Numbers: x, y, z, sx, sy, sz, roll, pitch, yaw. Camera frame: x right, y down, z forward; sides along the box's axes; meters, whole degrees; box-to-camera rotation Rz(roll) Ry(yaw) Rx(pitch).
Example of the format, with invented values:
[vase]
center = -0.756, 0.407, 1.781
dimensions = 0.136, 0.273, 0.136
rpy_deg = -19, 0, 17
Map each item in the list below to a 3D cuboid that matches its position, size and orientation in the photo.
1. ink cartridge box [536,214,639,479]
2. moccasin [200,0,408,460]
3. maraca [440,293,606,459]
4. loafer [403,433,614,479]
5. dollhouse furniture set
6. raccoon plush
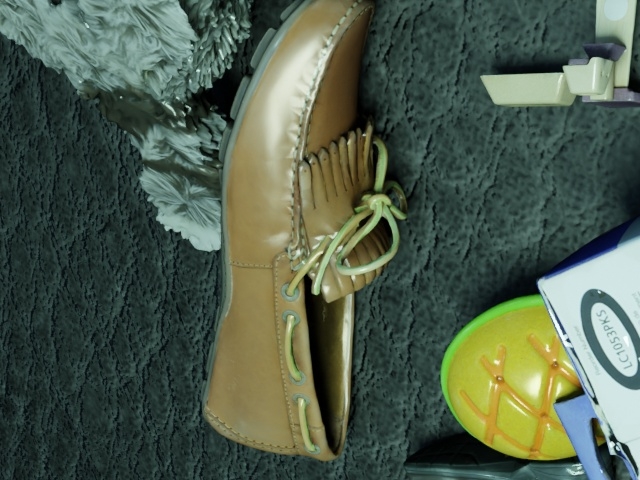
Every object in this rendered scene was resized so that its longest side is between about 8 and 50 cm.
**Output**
[ink cartridge box]
center = 0.301, 0.072, 0.602
dimensions = 0.395, 0.151, 0.270
rpy_deg = -28, 86, 28
[moccasin]
center = -0.001, 0.001, 0.863
dimensions = 0.147, 0.139, 0.380
rpy_deg = 17, 112, 19
[maraca]
center = 0.172, 0.087, 0.783
dimensions = 0.186, 0.099, 0.127
rpy_deg = -20, 114, 21
[loafer]
center = 0.138, 0.182, 0.864
dimensions = 0.170, 0.062, 0.061
rpy_deg = -5, 107, 40
[dollhouse furniture set]
center = 0.149, -0.130, 0.746
dimensions = 0.114, 0.091, 0.081
rpy_deg = 4, 92, 40
[raccoon plush]
center = -0.109, -0.242, 0.885
dimensions = 0.216, 0.299, 0.446
rpy_deg = 21, 150, 15
